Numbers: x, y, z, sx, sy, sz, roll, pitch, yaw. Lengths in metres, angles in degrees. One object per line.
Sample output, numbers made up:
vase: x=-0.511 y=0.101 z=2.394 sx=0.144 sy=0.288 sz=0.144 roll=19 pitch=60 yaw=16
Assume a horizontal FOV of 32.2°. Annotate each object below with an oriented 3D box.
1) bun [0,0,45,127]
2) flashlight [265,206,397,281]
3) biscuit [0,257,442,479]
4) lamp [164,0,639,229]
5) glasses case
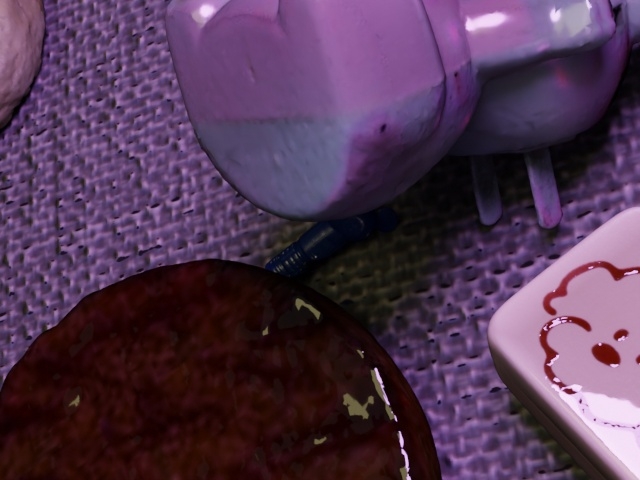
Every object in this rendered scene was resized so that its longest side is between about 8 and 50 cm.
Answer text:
bun: x=-0.399 y=-0.197 z=1.074 sx=0.259 sy=0.152 sz=0.259 roll=-9 pitch=68 yaw=23
flashlight: x=0.000 y=0.000 z=0.860 sx=0.121 sy=0.057 sz=0.035 roll=-38 pitch=24 yaw=20
biscuit: x=-0.096 y=0.216 z=0.807 sx=0.407 sy=0.091 sz=0.407 roll=-8 pitch=72 yaw=26
lamp: x=0.078 y=-0.105 z=0.721 sx=0.247 sy=0.301 sz=0.247 roll=0 pitch=111 yaw=49
glasses case: x=0.251 y=0.133 z=0.633 sx=0.144 sy=0.076 sz=0.336 roll=-38 pitch=58 yaw=-9
